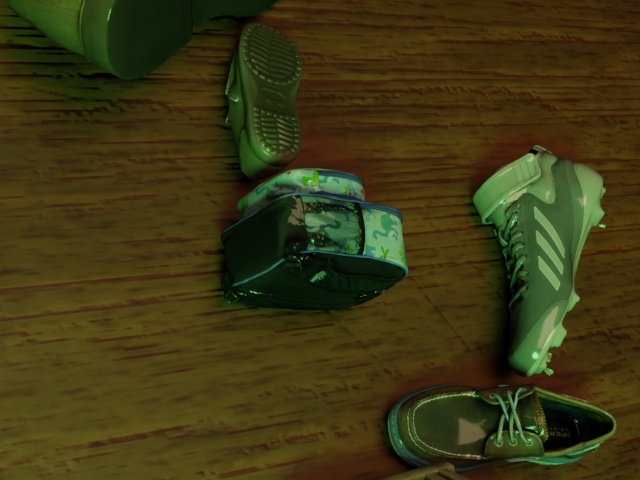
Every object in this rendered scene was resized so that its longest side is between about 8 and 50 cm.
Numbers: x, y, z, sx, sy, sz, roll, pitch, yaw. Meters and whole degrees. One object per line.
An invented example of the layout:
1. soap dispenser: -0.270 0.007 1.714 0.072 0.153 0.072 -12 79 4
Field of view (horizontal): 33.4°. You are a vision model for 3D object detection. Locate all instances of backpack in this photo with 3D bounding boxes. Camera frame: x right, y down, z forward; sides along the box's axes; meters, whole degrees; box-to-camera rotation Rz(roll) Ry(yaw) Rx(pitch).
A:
1. backpack: 0.000 0.000 0.740 0.114 0.105 0.084 10 66 -32

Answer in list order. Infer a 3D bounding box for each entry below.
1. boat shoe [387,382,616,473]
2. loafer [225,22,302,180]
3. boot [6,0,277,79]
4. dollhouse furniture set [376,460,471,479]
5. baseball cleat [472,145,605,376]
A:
1. boat shoe: 0.137 0.131 0.785 0.183 0.066 0.066 3 67 -29
2. loafer: -0.047 -0.105 0.795 0.056 0.050 0.148 21 44 -23
3. boot: -0.101 -0.218 0.782 0.115 0.112 0.305 23 38 22
4. dollhouse furniture set: 0.069 0.260 0.678 0.129 0.129 0.183 -7 103 -32
5. baseball cleat: 0.163 0.011 0.864 0.109 0.072 0.206 26 55 0
